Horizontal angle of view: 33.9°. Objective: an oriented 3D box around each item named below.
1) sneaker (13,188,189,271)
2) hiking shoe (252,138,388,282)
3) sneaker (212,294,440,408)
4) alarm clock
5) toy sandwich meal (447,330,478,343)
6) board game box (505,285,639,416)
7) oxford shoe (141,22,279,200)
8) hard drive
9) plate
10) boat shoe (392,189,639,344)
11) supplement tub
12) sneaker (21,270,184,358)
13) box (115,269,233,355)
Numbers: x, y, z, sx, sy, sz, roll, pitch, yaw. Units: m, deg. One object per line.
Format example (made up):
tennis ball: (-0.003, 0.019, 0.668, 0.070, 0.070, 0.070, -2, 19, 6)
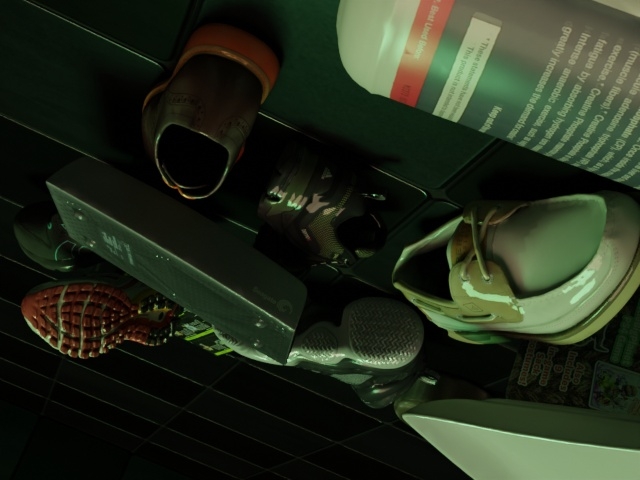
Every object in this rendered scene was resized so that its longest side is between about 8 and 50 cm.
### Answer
sneaker: (-0.234, -0.026, 1.143, 0.267, 0.101, 0.106, 6, 133, 29)
hiking shoe: (0.000, 0.000, 0.975, 0.114, 0.086, 0.227, 22, 157, 5)
sneaker: (0.008, 0.128, 1.230, 0.268, 0.101, 0.153, 5, 150, 28)
alarm clock: (0.143, 0.215, 1.372, 0.192, 0.064, 0.129, 17, 157, 18)
toy sandwich meal: (0.145, 0.078, 1.097, 0.085, 0.029, 0.085, 18, 157, 8)
board game box: (0.331, 0.156, 0.968, 0.291, 0.141, 0.232, 13, 156, 19)
oxford shoe: (-0.114, -0.079, 0.879, 0.097, 0.098, 0.271, 23, 157, -7)
hard drive: (-0.127, 0.019, 0.978, 0.254, 0.054, 0.172, 30, 162, 5)
plate: (0.250, 0.202, 0.898, 0.277, 0.045, 0.278, 0, 149, 39)
boat shoe: (0.152, 0.023, 0.862, 0.103, 0.113, 0.302, 21, 158, -14)
supplement tub: (0.160, -0.114, 0.447, 0.272, 0.191, 0.191, 21, 157, 2)
sneaker: (-0.257, 0.080, 1.198, 0.092, 0.088, 0.225, 20, -176, 29)
box: (-0.166, 0.084, 1.362, 0.184, 0.045, 0.190, 27, 156, -20)
